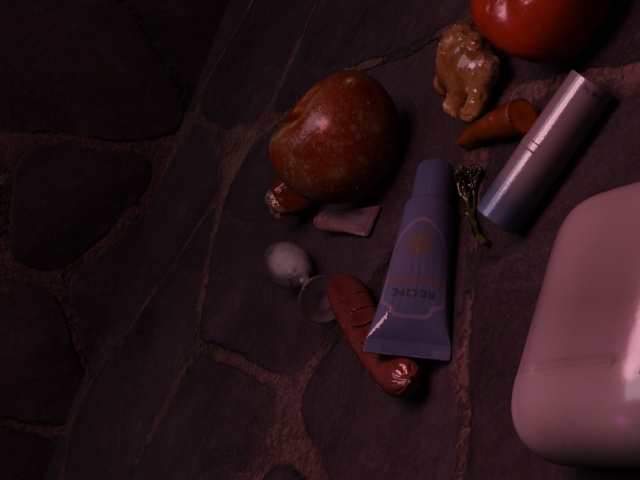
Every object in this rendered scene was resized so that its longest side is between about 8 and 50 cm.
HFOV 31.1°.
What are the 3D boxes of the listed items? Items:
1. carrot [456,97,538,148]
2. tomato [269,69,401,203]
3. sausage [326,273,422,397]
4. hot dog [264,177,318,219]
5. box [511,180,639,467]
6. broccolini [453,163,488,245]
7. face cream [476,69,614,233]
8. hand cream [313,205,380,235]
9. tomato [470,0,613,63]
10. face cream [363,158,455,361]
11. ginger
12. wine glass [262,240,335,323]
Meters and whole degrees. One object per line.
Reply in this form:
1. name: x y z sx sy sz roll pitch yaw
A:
1. carrot: 0.283 -0.186 1.930 0.210 0.061 0.061 -17 49 66
2. tomato: 0.039 -0.193 2.257 0.270 0.222 0.270 -43 11 10
3. sausage: 0.085 0.158 1.939 0.088 0.088 0.433 -59 22 11
4. hot dog: -0.033 -0.124 2.509 0.213 0.103 0.146 -42 8 24
5. box: 0.359 0.090 1.321 0.289 0.141 0.349 -18 48 59
6. broccolini: 0.252 -0.051 1.879 0.052 0.054 0.194 96 171 -45
7. face cream: 0.332 -0.130 1.715 0.250 0.077 0.077 -56 23 13
8. hand cream: 0.050 -0.037 2.297 0.210 0.043 0.067 -1 59 59
9. tomato: 0.361 -0.397 1.819 0.260 0.180 0.260 -44 30 35
10. face cream: 0.166 0.028 1.883 0.086 0.136 0.385 82 -163 -51
11. ginger: 0.258 -0.307 2.055 0.216 0.102 0.157 -119 32 -59
12. wine glass: 0.000 0.000 2.283 0.264 0.096 0.309 -63 21 5
